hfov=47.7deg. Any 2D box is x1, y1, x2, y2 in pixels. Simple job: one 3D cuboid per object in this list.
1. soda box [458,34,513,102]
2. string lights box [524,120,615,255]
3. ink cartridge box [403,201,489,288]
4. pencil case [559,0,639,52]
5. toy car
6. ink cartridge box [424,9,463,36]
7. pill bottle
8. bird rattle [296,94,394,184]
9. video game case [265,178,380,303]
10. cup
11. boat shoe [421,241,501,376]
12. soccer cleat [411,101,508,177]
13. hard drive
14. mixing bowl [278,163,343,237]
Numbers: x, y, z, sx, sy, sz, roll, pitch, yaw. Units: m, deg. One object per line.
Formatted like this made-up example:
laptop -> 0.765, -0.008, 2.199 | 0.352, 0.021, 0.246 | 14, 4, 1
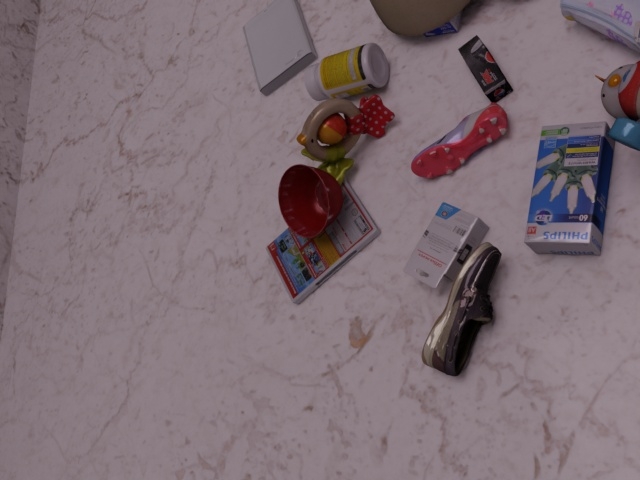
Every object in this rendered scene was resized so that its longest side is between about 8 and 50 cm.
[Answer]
soda box -> 0.389, -0.405, 1.712 | 0.060, 0.053, 0.168 | -35, 52, 20
string lights box -> 0.503, -0.103, 1.459 | 0.133, 0.077, 0.259 | 1, 70, 37
ink cartridge box -> 0.274, 0.019, 1.590 | 0.104, 0.060, 0.180 | 31, 89, 42
pencil case -> 0.631, -0.469, 1.511 | 0.124, 0.113, 0.273 | -33, 47, -7
toy car -> 0.610, -0.287, 1.398 | 0.238, 0.210, 0.219 | 41, 108, 55
ink cartridge box -> 0.326, -0.632, 1.876 | 0.097, 0.046, 0.207 | 3, 70, 41
pill bottle -> 0.067, -0.445, 1.939 | 0.209, 0.119, 0.119 | -8, 64, 35
bird rattle -> 0.053, -0.270, 1.813 | 0.253, 0.207, 0.143 | -46, 50, 17
video game case -> 0.000, 0.000, 1.839 | 0.285, 0.025, 0.204 | -41, 50, 14
cup -> 0.220, -0.719, 1.812 | 0.331, 0.237, 0.330 | -22, 54, 34
boat shoe -> 0.308, 0.144, 1.481 | 0.092, 0.103, 0.285 | 28, 91, 38
soccer cleat -> 0.319, -0.229, 1.676 | 0.248, 0.083, 0.095 | -32, 28, 26
hard drive -> -0.131, -0.612, 2.232 | 0.203, 0.040, 0.307 | -32, 52, 22
mixing bowl -> -0.011, -0.104, 1.793 | 0.182, 0.098, 0.181 | 15, 112, 42
